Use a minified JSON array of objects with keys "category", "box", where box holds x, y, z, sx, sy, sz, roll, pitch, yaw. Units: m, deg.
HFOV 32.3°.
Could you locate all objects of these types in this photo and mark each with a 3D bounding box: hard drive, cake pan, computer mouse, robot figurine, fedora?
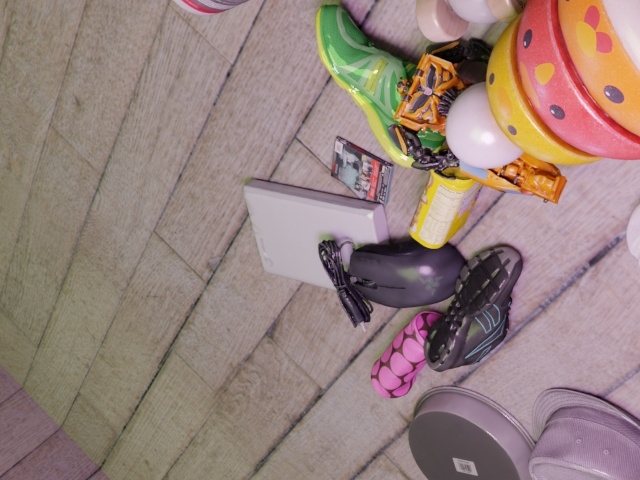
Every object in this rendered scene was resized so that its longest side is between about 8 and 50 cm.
[{"category":"hard drive","box":[0.000,0.000,2.080,0.308,0.040,0.203,12,128,37]},{"category":"cake pan","box":[0.289,0.414,2.125,0.293,0.054,0.293,25,136,27]},{"category":"computer mouse","box":[0.127,0.074,1.944,0.272,0.072,0.188,-10,116,32]},{"category":"robot figurine","box":[0.238,-0.177,1.603,0.291,0.211,0.085,25,180,17]},{"category":"fedora","box":[0.454,0.389,1.887,0.275,0.124,0.243,25,135,28]}]

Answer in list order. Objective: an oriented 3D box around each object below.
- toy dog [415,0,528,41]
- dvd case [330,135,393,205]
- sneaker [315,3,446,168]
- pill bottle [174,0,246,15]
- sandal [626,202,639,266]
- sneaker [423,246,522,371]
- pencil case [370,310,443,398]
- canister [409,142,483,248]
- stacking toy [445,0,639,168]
[{"category":"toy dog","box":[0.219,-0.427,1.469,0.220,0.161,0.333,23,120,34]},{"category":"dvd case","box":[0.072,-0.122,1.933,0.119,0.013,0.087,29,137,23]},{"category":"sneaker","box":[0.103,-0.257,1.742,0.123,0.109,0.295,-35,92,29]},{"category":"pill bottle","box":[-0.103,-0.468,1.690,0.319,0.176,0.176,-10,113,48]},{"category":"sandal","box":[0.601,0.093,1.535,0.169,0.102,0.416,-45,73,37]},{"category":"sneaker","box":[0.274,0.116,1.877,0.267,0.106,0.101,-60,35,33]},{"category":"pencil case","box":[0.172,0.210,2.046,0.209,0.098,0.095,125,147,-51]},{"category":"canister","box":[0.208,-0.079,1.746,0.073,0.126,0.170,36,141,16]},{"category":"stacking toy","box":[0.324,-0.197,1.356,0.350,0.351,0.480,53,142,-4]}]
